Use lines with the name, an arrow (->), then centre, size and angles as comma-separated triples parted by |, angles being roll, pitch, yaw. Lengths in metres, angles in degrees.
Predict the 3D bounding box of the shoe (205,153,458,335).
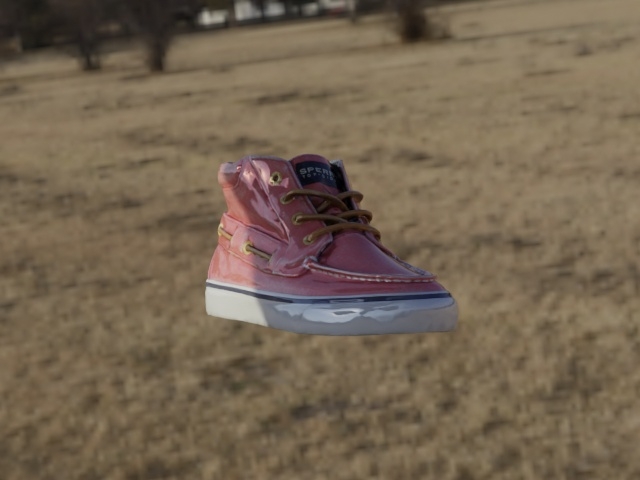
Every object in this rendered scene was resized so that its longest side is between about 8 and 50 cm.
shoe -> 0.000, 0.000, 0.700 | 0.063, 0.081, 0.178 | 2, 1, -32
